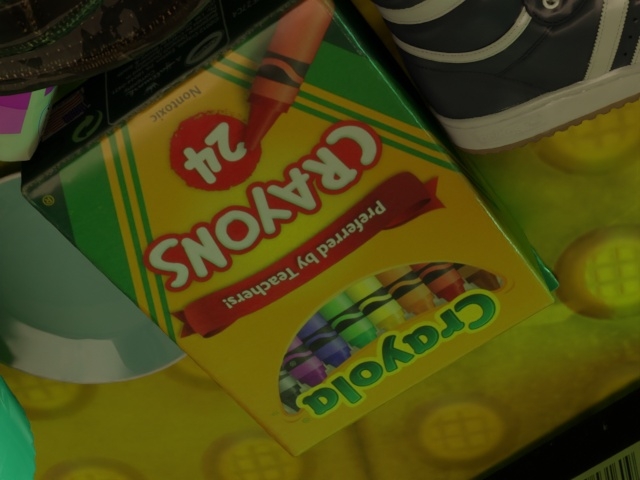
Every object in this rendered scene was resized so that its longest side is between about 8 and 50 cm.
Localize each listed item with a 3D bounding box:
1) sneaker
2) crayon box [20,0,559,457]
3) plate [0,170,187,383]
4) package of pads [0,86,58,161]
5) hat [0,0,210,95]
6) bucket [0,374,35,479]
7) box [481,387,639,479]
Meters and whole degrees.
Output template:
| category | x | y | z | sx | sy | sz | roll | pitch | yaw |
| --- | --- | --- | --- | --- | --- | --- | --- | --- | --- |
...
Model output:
| category | x | y | z | sx | sy | sz | roll | pitch | yaw |
| --- | --- | --- | --- | --- | --- | --- | --- | --- | --- |
| sneaker | 0.155 | -0.158 | 0.759 | 0.282 | 0.099 | 0.153 | -25 | 128 | 22 |
| crayon box | 0.000 | 0.000 | 0.885 | 0.202 | 0.081 | 0.318 | -33 | 124 | 13 |
| plate | -0.155 | 0.021 | 0.953 | 0.188 | 0.024 | 0.188 | -1 | 131 | -1 |
| package of pads | -0.257 | -0.182 | 0.727 | 0.296 | 0.101 | 0.229 | 14 | 129 | -13 |
| hat | -0.164 | -0.168 | 0.590 | 0.331 | 0.134 | 0.331 | -3 | 128 | -4 |
| bucket | -0.320 | 0.121 | 0.883 | 0.281 | 0.281 | 0.183 | -15 | 134 | 11 |
| box | 0.282 | 0.264 | 1.065 | 0.296 | 0.183 | 0.294 | -36 | 121 | 27 |
